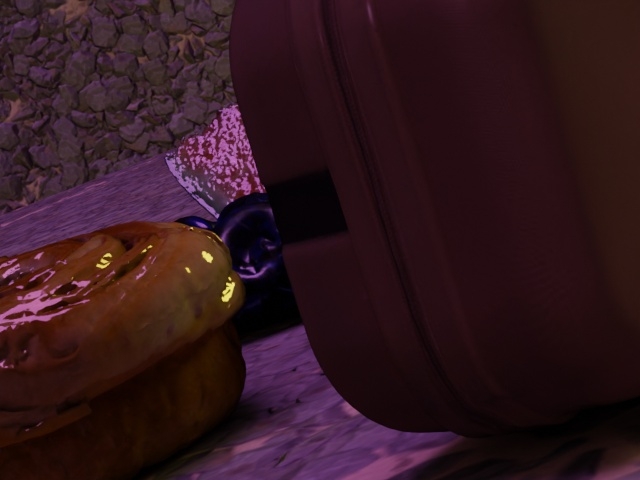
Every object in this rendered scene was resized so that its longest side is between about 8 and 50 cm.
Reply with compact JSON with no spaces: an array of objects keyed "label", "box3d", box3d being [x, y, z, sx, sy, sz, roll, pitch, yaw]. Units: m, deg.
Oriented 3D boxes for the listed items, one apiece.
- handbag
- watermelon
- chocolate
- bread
[{"label":"handbag","box3d":[0.097,-0.089,0.749,0.149,0.283,0.302,-11,12,44]},{"label":"watermelon","box3d":[0.014,-0.030,1.299,0.231,0.128,0.146,-20,33,12]},{"label":"chocolate","box3d":[-0.004,-0.001,1.125,0.343,0.126,0.148,-22,40,64]},{"label":"bread","box3d":[-0.143,0.064,0.957,0.198,0.120,0.236,-28,10,-33]}]
